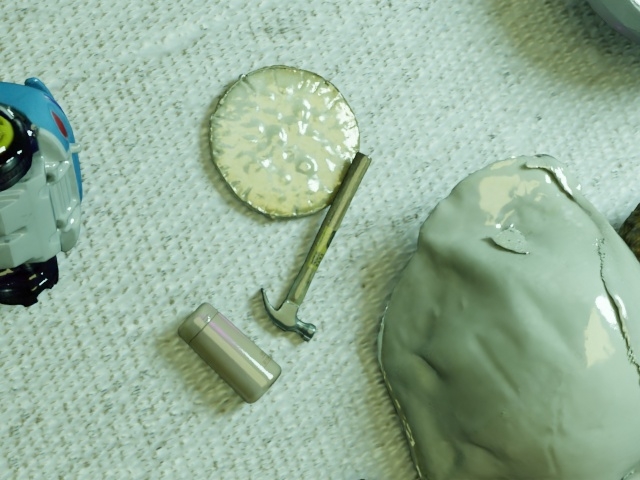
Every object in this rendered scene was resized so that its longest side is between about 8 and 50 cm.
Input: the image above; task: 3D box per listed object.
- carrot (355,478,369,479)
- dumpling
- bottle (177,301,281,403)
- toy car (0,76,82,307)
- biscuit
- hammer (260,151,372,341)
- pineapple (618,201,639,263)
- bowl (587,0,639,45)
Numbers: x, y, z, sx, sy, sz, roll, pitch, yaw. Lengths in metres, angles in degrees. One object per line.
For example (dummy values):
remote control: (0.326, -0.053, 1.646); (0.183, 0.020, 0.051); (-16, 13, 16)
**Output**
carrot: (0.087, 0.266, 0.944); (0.161, 0.055, 0.055); (25, 79, -15)
dumpling: (0.184, 0.116, 0.921); (0.260, 0.181, 0.341); (-24, 112, 11)
bottle: (-0.082, 0.100, 0.930); (0.096, 0.045, 0.045); (44, 78, -2)
toy car: (-0.349, -0.044, 0.833); (0.314, 0.198, 0.166); (-7, 52, -9)
biscuit: (-0.032, -0.094, 0.975); (0.152, 0.020, 0.152); (1, 84, -11)
hammer: (0.000, 0.000, 0.962); (0.062, 0.017, 0.182); (25, 87, -5)
pineapple: (0.426, 0.104, 0.985); (0.175, 0.175, 0.361); (-37, 105, -13)
bowl: (0.360, -0.306, 1.013); (0.287, 0.144, 0.287); (1, 83, -11)
